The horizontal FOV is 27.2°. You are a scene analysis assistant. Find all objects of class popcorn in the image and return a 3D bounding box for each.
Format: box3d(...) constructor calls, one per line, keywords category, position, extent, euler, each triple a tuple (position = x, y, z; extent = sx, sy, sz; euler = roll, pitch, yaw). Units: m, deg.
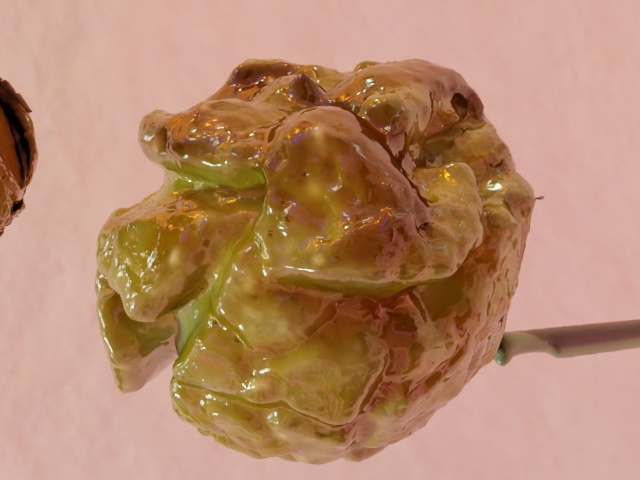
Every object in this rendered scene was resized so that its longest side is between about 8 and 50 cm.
box3d(category="popcorn", position=(0.002, 0.003, 0.839), extent=(0.282, 0.282, 0.247), euler=(18, 119, 24))

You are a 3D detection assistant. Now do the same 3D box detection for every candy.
box3d(category="candy", position=(0.287, 0.066, 1.036), extent=(0.119, 0.440, 0.119), euler=(1, 91, 52))

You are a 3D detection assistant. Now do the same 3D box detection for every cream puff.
box3d(category="cream puff", position=(-0.217, -0.049, 0.739), extent=(0.104, 0.119, 0.133), euler=(-21, 73, 4))
